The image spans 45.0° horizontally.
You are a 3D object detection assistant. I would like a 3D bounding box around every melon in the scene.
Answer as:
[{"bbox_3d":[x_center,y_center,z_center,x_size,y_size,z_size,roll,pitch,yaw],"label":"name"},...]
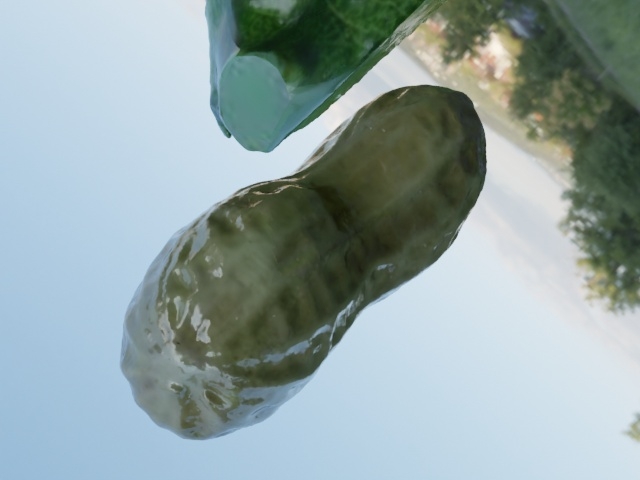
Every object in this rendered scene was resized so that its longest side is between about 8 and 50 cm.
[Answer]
[{"bbox_3d":[0.052,-0.183,0.373,0.196,0.323,0.124,21,147,23],"label":"melon"}]

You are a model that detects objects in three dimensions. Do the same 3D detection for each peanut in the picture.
[{"bbox_3d":[0.000,0.000,0.494,0.120,0.298,0.136,43,155,14],"label":"peanut"}]
